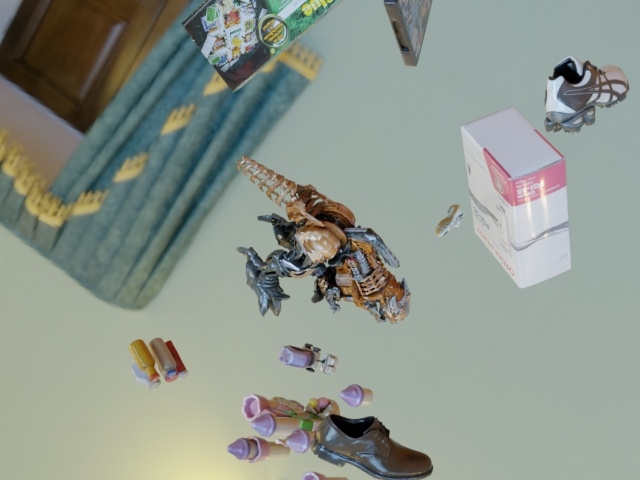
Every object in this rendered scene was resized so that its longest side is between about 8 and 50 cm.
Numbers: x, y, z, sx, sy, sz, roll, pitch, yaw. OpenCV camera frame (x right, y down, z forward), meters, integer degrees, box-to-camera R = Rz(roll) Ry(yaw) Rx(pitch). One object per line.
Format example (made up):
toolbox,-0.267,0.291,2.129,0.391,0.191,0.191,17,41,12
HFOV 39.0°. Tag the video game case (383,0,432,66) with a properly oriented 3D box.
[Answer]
video game case,0.203,-0.559,1.960,0.035,0.274,0.248,8,162,18

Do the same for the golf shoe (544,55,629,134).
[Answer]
golf shoe,0.386,-0.230,1.306,0.077,0.093,0.198,2,-150,41

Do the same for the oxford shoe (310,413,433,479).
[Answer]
oxford shoe,0.104,0.372,1.633,0.227,0.096,0.082,17,-158,-8

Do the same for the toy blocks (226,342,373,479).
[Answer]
toy blocks,-0.074,0.410,2.102,0.260,0.308,0.289,15,-178,-44

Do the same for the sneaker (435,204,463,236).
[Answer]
sneaker,0.261,-0.033,1.803,0.032,0.083,0.037,9,142,47

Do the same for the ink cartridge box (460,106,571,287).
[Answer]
ink cartridge box,0.377,-0.079,1.736,0.207,0.117,0.283,-120,10,-49

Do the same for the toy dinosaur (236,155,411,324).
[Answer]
toy dinosaur,0.000,0.000,1.345,0.164,0.218,0.321,-29,-86,-43

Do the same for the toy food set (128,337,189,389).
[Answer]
toy food set,-0.385,0.317,2.180,0.104,0.111,0.232,55,158,25

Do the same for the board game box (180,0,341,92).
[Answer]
board game box,-0.085,-0.344,1.343,0.136,0.260,0.030,55,-143,-5
